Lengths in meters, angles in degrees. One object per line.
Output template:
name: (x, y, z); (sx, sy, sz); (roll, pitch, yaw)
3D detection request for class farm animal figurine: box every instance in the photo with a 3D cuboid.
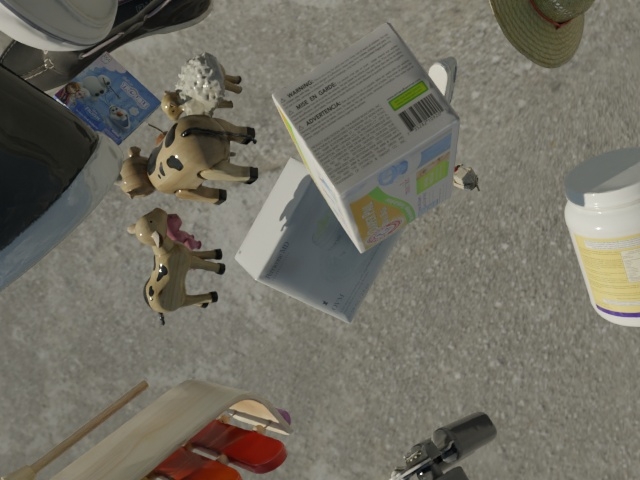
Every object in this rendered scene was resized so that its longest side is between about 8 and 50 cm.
farm animal figurine: (-0.229, -0.081, 1.134); (0.327, 0.172, 0.330); (-47, 49, 40)

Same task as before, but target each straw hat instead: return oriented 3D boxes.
straw hat: (0.222, -0.230, 0.669); (0.061, 0.144, 0.144); (-6, 115, 54)

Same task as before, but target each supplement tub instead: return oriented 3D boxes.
supplement tub: (0.670, -0.008, 1.586); (0.241, 0.241, 0.331); (-13, 115, 26)

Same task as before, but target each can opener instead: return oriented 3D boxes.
can opener: (0.165, 0.291, 0.939); (0.076, 0.283, 0.095); (-42, 68, 23)

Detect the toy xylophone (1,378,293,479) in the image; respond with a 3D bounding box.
toy xylophone: (-0.192, 0.239, 0.753); (0.236, 0.323, 0.081); (4, 122, 58)

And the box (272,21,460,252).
box: (0.047, -0.078, 0.657); (0.114, 0.203, 0.103); (-32, 74, 0)

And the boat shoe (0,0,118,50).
boat shoe: (-0.157, -0.192, 0.378); (0.088, 0.096, 0.267); (6, 155, 14)

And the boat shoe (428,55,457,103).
boat shoe: (0.260, -0.316, 1.596); (0.066, 0.063, 0.184); (32, 145, 31)

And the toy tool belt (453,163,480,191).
toy tool belt: (0.311, -0.129, 1.574); (0.052, 0.083, 0.051); (-44, 111, 1)

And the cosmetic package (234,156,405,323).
cosmetic package: (0.000, 0.000, 1.382); (0.225, 0.138, 0.224); (27, 94, -27)

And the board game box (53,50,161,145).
board game box: (-0.254, -0.166, 0.881); (0.090, 0.090, 0.020); (42, 150, -9)

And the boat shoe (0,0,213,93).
boat shoe: (-0.313, -0.310, 1.023); (0.335, 0.095, 0.112); (-25, 69, -3)

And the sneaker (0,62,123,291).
sneaker: (-0.249, 0.009, 0.335); (0.296, 0.104, 0.147); (-44, 120, -4)
